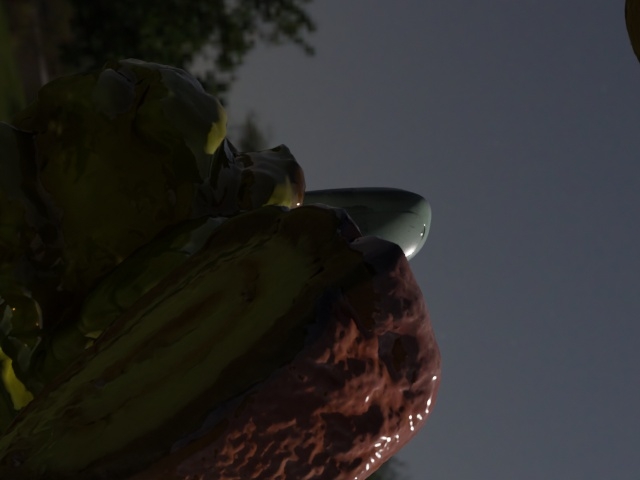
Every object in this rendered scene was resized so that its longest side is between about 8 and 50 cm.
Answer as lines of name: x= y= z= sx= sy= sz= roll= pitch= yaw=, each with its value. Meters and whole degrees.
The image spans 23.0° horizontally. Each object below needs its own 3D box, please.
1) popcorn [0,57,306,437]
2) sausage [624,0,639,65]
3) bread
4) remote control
popcorn: x=-0.162 y=0.025 z=1.177 sx=0.326 sy=0.290 sz=0.321 roll=-62 pitch=163 yaw=-5
sausage: x=0.306 y=-0.114 z=1.121 sx=0.116 sy=0.134 sz=0.354 roll=-61 pitch=-159 yaw=17
bread: x=-0.065 y=0.096 z=0.764 sx=0.123 sy=0.244 sz=0.190 roll=57 pitch=-14 yaw=-21
remote control: x=-0.002 y=-0.001 z=1.502 sx=0.045 sy=0.256 sz=0.097 roll=46 pitch=-43 yaw=52
